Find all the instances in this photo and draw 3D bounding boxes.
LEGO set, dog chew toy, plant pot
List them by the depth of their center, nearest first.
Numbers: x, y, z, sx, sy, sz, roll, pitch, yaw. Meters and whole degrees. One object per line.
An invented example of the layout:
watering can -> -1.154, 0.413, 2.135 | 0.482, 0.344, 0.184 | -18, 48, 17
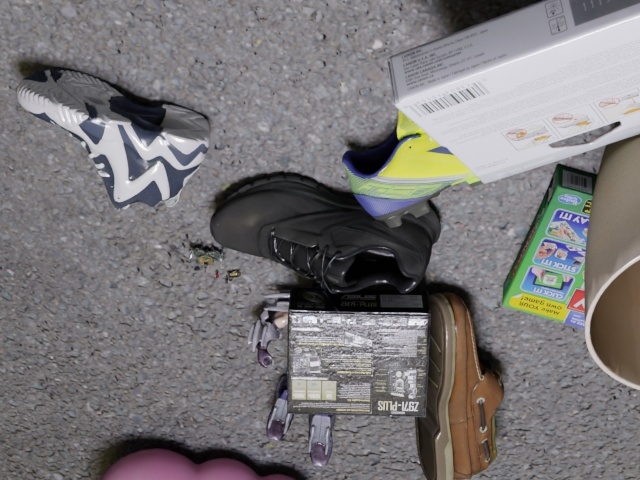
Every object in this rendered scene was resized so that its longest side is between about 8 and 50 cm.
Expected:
plant pot -> 0.394, -0.018, 1.515 | 0.257, 0.274, 0.256 | -1, 136, -1
LEGO set -> -0.142, 0.026, 1.850 | 0.054, 0.023, 0.083 | -13, 141, 24
dog chew toy -> -0.166, 0.415, 2.089 | 0.332, 0.206, 0.206 | 1, 132, 1

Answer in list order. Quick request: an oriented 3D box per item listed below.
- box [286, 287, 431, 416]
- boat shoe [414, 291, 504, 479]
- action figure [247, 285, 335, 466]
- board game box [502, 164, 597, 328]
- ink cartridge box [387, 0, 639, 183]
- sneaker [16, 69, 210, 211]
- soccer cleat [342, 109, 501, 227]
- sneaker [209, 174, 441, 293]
box -> 0.048, 0.143, 1.788 | 0.180, 0.077, 0.147 | 1, 111, 1
boat shoe -> 0.187, 0.191, 1.886 | 0.104, 0.110, 0.307 | -12, 127, -15
action figure -> -0.006, 0.168, 1.898 | 0.185, 0.099, 0.285 | 17, 129, 8
board game box -> 0.408, 0.038, 1.731 | 0.317, 0.046, 0.213 | 15, 132, -2
ink cartridge box -> 0.242, -0.161, 1.436 | 0.275, 0.060, 0.239 | -18, 156, 23
sneaker -> -0.262, -0.106, 1.700 | 0.235, 0.094, 0.153 | 13, 125, -14
soccer cleat -> 0.149, -0.120, 1.611 | 0.289, 0.093, 0.121 | -30, 104, 28
sneaker -> 0.000, 0.000, 1.721 | 0.286, 0.130, 0.109 | 3, 134, 10
